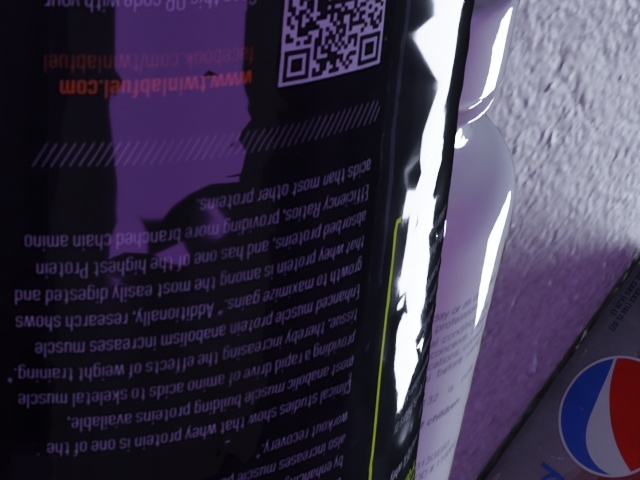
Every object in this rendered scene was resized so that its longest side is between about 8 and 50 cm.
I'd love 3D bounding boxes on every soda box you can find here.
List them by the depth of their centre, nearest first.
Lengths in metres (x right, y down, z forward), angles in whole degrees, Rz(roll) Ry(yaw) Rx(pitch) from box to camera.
[{"bbox_3d":[0.151,0.142,0.926,0.263,0.092,0.083,-55,145,4],"label":"soda box"}]

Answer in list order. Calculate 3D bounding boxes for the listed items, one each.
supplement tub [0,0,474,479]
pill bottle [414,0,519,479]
[{"bbox_3d":[-0.071,0.000,0.442,0.207,0.207,0.338,-17,123,-38],"label":"supplement tub"},{"bbox_3d":[0.000,0.000,0.612,0.131,0.131,0.229,-19,133,-37],"label":"pill bottle"}]
